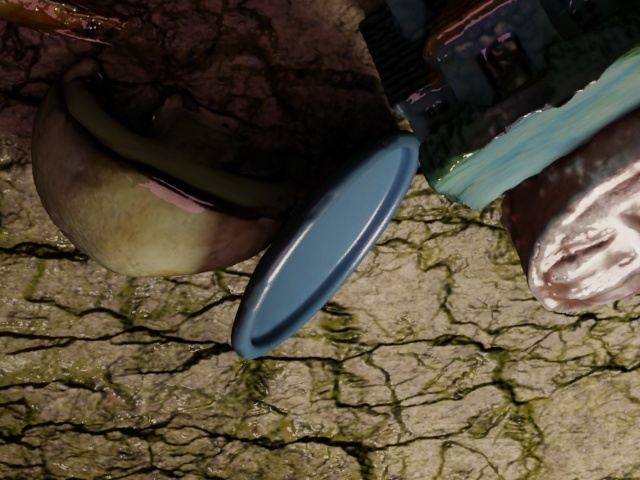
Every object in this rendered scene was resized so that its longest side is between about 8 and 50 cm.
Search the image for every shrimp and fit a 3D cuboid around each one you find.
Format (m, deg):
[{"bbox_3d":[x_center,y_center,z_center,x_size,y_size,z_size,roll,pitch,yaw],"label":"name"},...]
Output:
[{"bbox_3d":[-0.289,-0.269,1.480,0.249,0.068,0.150,31,116,-17],"label":"shrimp"}]

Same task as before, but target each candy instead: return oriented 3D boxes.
[{"bbox_3d":[0.323,-0.052,1.608,0.289,0.157,0.214,-36,140,16],"label":"candy"}]

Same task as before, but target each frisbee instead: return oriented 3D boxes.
[{"bbox_3d":[-0.003,-0.004,1.591,0.049,0.289,0.289,39,124,13],"label":"frisbee"}]

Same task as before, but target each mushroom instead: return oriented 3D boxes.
[{"bbox_3d":[-0.172,-0.042,1.575,0.267,0.189,0.164,22,120,-17],"label":"mushroom"}]

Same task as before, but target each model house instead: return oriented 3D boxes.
[{"bbox_3d":[0.177,-0.197,1.454,0.261,0.241,0.226,-32,164,13],"label":"model house"}]
